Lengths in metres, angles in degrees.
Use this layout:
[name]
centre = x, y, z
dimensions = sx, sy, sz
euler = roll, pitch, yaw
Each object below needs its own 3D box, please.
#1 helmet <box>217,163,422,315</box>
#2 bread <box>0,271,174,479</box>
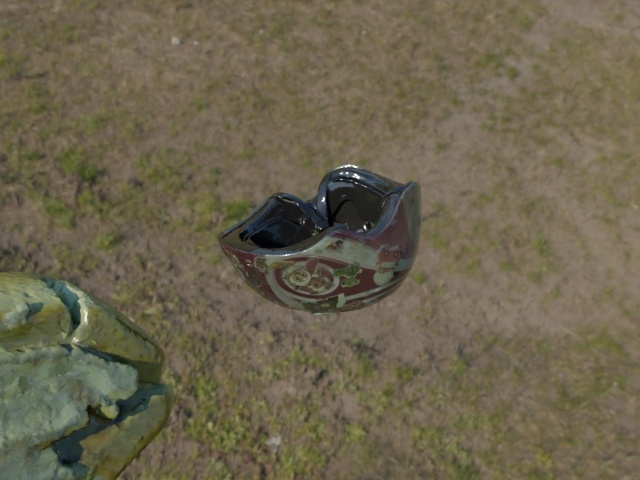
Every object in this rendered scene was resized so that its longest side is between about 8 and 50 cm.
[helmet]
centre = 0.010, 0.011, 0.740
dimensions = 0.177, 0.107, 0.153
euler = -26, 23, -17
[bread]
centre = -0.238, 0.116, 0.635
dimensions = 0.257, 0.185, 0.124
euler = -15, 14, -31
